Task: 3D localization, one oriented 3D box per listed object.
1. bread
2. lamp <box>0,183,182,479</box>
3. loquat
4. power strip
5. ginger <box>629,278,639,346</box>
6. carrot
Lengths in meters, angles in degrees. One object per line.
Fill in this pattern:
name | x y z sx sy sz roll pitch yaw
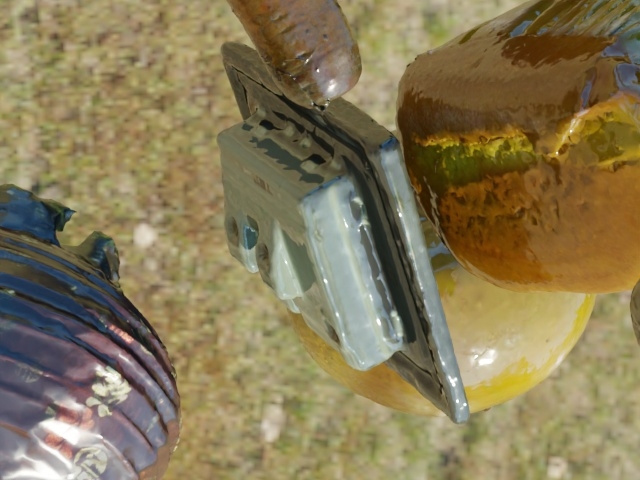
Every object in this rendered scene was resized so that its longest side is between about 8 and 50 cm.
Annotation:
bread | 0.172 -0.069 1.148 0.156 0.288 0.204 -23 102 -30
lamp | -0.191 0.084 0.938 0.247 0.247 0.247 -2 93 -51
loquat | 0.135 0.049 1.802 0.328 0.328 0.359 -57 141 -33
power strip | -0.002 -0.001 1.251 0.092 0.257 0.251 -23 121 -19
ginger | 0.215 -0.028 0.734 0.080 0.166 0.333 -104 -170 -57
carrot | -0.037 -0.161 0.984 0.060 0.060 0.186 -37 97 -44
